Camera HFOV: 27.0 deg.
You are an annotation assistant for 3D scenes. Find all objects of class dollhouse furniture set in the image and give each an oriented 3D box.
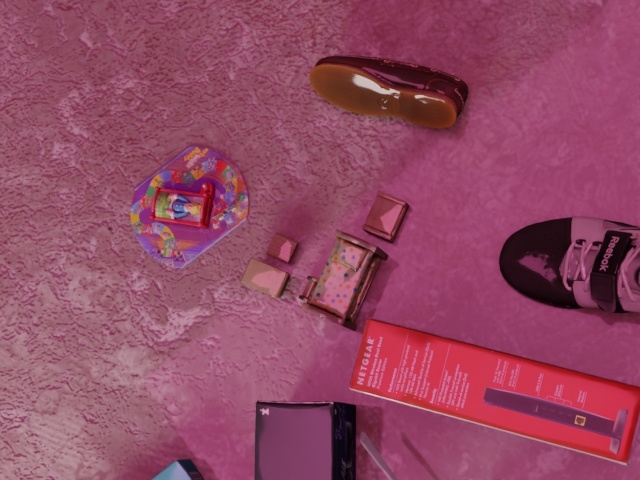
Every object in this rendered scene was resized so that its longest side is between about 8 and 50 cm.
[{"bbox_3d":[0.000,0.000,1.719,0.161,0.101,0.182,23,87,14],"label":"dollhouse furniture set"}]

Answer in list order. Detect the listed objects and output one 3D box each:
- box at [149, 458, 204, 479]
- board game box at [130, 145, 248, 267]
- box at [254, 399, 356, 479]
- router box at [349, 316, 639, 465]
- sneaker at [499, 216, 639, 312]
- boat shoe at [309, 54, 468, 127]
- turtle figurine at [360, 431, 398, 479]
[{"bbox_3d":[-0.245,0.396,1.734,0.244,0.060,0.100,-39,76,4],"label":"box"},{"bbox_3d":[-0.184,-0.050,1.801,0.168,0.033,0.133,-36,76,4],"label":"board game box"},{"bbox_3d":[-0.016,0.329,1.632,0.103,0.184,0.261,-1,82,12],"label":"box"},{"bbox_3d":[0.214,0.175,1.526,0.301,0.335,0.082,14,86,14],"label":"router box"},{"bbox_3d":[0.378,0.032,1.614,0.330,0.146,0.122,8,85,15],"label":"sneaker"},{"bbox_3d":[0.091,-0.203,1.753,0.207,0.073,0.073,18,48,11],"label":"boat shoe"},{"bbox_3d":[0.147,0.405,1.566,0.274,0.266,0.198,15,128,-17],"label":"turtle figurine"}]
